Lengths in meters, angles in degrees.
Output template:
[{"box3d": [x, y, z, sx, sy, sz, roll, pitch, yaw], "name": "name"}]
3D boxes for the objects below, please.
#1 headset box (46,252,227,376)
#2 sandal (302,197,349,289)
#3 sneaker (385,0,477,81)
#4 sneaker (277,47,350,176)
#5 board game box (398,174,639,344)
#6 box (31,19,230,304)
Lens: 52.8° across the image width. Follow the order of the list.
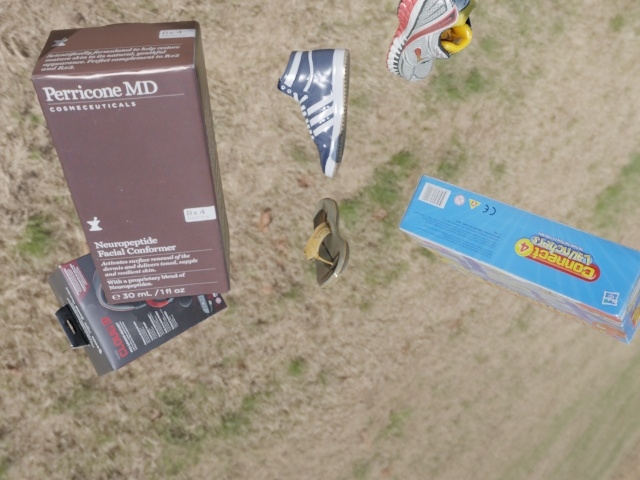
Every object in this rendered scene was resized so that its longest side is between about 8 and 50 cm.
[{"box3d": [-0.365, 0.110, 1.255, 0.293, 0.218, 0.110, -28, 180, -38], "name": "headset box"}, {"box3d": [0.000, 0.000, 0.921, 0.049, 0.180, 0.072, 20, 127, -23], "name": "sandal"}, {"box3d": [0.148, -0.268, 0.866, 0.088, 0.092, 0.225, -53, 173, -7], "name": "sneaker"}, {"box3d": [-0.019, -0.286, 1.442, 0.099, 0.153, 0.283, -65, 160, -70], "name": "sneaker"}, {"box3d": [0.309, 0.034, 0.942, 0.302, 0.308, 0.086, 28, 87, -59], "name": "board game box"}, {"box3d": [-0.236, -0.093, 0.896, 0.190, 0.143, 0.382, -6, 130, -4], "name": "box"}]
